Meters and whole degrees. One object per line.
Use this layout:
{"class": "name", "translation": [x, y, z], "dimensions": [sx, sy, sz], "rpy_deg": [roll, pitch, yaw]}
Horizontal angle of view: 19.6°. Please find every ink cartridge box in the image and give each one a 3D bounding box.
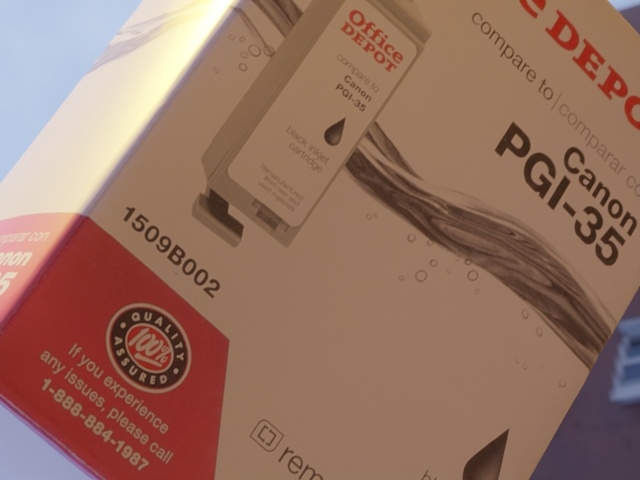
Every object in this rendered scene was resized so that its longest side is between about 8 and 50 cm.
{"class": "ink cartridge box", "translation": [0.000, 0.000, 0.706], "dimensions": [0.207, 0.117, 0.283], "rpy_deg": [43, -115, -21]}
